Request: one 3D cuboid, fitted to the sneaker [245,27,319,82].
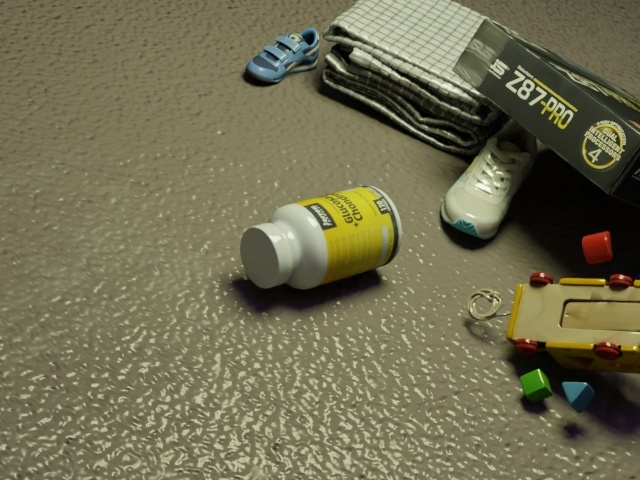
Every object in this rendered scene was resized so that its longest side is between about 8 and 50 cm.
[{"bbox_3d":[-0.055,-0.274,1.965,0.053,0.059,0.144,37,41,21],"label":"sneaker"}]

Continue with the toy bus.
[{"bbox_3d":[0.307,0.104,1.573,0.104,0.191,0.202,45,10,-48],"label":"toy bus"}]

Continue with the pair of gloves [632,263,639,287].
[{"bbox_3d":[0.464,0.035,1.698,0.159,0.198,0.023,-39,100,-30],"label":"pair of gloves"}]

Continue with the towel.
[{"bbox_3d":[0.158,-0.257,1.983,0.284,0.121,0.235,27,39,11],"label":"towel"}]

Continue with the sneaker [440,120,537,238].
[{"bbox_3d":[0.229,-0.084,1.802,0.087,0.092,0.228,26,38,9],"label":"sneaker"}]

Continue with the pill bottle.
[{"bbox_3d":[0.000,0.000,1.588,0.184,0.103,0.103,-16,47,-37],"label":"pill bottle"}]

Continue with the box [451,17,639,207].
[{"bbox_3d":[0.405,-0.138,1.816,0.395,0.097,0.318,15,22,-47],"label":"box"}]
